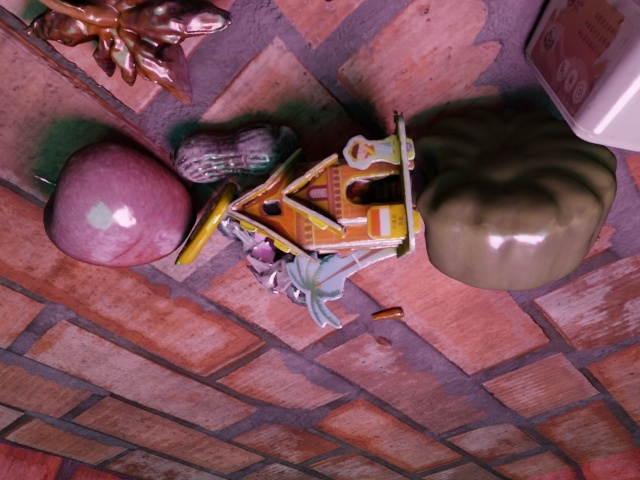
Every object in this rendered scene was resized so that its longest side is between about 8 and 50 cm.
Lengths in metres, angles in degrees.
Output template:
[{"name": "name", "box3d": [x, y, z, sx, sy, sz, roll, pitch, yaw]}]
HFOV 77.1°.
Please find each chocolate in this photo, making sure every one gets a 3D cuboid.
[{"name": "chocolate", "box3d": [-0.162, -0.166, 0.778, 0.248, 0.110, 0.110, -4, 131, 6]}]

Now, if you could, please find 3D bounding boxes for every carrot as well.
[{"name": "carrot", "box3d": [0.199, 0.217, 1.175, 0.093, 0.032, 0.032, -14, 130, 17]}]

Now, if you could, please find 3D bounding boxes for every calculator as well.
[{"name": "calculator", "box3d": [-0.238, -0.027, 0.825, 0.032, 0.146, 0.235, 32, 126, -18]}]

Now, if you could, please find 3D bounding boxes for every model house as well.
[{"name": "model house", "box3d": [0.000, 0.000, 0.714, 0.324, 0.339, 0.300, -4, 174, 7]}]

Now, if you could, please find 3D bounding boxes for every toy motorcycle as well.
[{"name": "toy motorcycle", "box3d": [-0.080, 0.010, 0.919, 0.188, 0.143, 0.327, -36, 107, 26]}]

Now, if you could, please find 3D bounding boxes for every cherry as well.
[{"name": "cherry", "box3d": [-0.392, -0.059, 0.798, 0.308, 0.221, 0.261, 16, 138, -40]}]

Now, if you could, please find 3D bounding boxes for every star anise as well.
[{"name": "star anise", "box3d": [-0.319, -0.353, 0.611, 0.292, 0.109, 0.349, -32, 124, 17]}]

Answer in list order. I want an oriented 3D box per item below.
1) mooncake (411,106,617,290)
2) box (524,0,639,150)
[{"name": "mooncake", "box3d": [0.318, -0.089, 0.702, 0.352, 0.351, 0.187, -7, 133, 4]}, {"name": "box", "box3d": [0.429, -0.279, 0.576, 0.175, 0.311, 0.182, 8, 138, -8]}]
